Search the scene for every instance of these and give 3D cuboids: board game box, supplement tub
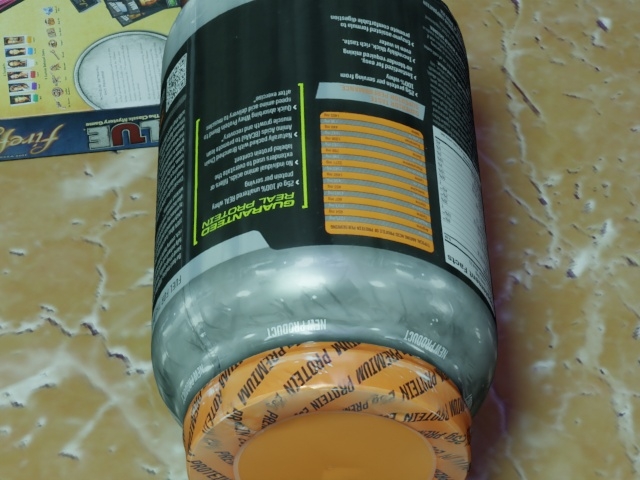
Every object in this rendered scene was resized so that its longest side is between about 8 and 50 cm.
[{"bbox_3d":[-0.180,-0.162,1.311,0.165,0.042,0.243,-6,51,-8],"label":"board game box"},{"bbox_3d":[0.000,0.000,1.092,0.194,0.193,0.316,1,50,-3],"label":"supplement tub"}]
